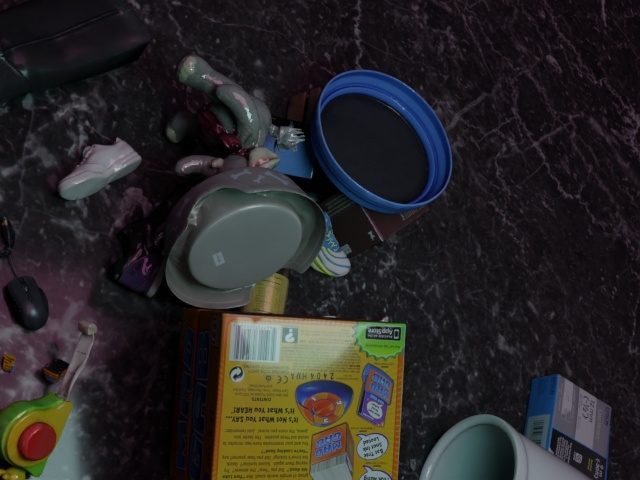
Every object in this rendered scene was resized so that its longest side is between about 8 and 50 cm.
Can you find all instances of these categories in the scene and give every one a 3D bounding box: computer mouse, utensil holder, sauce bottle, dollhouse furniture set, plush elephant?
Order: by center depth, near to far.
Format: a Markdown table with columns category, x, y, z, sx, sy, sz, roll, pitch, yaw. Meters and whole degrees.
| category | x | y | z | sx | sy | sz | roll | pitch | yaw |
| --- | --- | --- | --- | --- | --- | --- | --- | --- | --- |
| computer mouse | -0.598 | 0.062 | 1.590 | 0.071 | 0.041 | 0.242 | -19 | 84 | -37 |
| plush elephant | -0.211 | -0.192 | 1.770 | 0.330 | 0.272 | 0.255 | 21 | 56 | -14 |
| sauce bottle | -0.127 | 0.102 | 1.854 | 0.111 | 0.111 | 0.345 | 22 | 63 | -27 |
| utensil holder | 0.482 | 0.649 | 1.951 | 0.385 | 0.327 | 0.328 | 32 | 57 | -24 |
| dollhouse furniture set | 0.013 | -0.307 | 2.108 | 0.151 | 0.144 | 0.123 | 26 | 63 | -41 |

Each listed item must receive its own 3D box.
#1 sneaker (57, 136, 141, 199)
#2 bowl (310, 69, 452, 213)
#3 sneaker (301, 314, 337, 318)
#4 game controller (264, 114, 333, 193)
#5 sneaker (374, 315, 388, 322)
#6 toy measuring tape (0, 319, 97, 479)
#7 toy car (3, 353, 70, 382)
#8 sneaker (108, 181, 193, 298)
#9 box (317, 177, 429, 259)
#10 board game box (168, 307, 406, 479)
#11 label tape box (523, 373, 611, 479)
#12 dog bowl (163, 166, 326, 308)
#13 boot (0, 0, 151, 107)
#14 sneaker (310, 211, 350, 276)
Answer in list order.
| category | x | y | z | sx | sy | sz | roll | pitch | yaw |
| --- | --- | --- | --- | --- | --- | --- | --- | --- | --- |
| sneaker | -0.495 | -0.161 | 1.735 | 0.094 | 0.080 | 0.212 | 49 | 45 | 5 |
| bowl | 0.149 | -0.243 | 2.001 | 0.391 | 0.077 | 0.391 | 14 | 58 | -24 |
| sneaker | -0.030 | 0.212 | 1.918 | 0.175 | 0.064 | 0.068 | 5 | 80 | -31 |
| game controller | -0.093 | -0.219 | 1.999 | 0.319 | 0.067 | 0.167 | 9 | 106 | -31 |
| sneaker | 0.108 | 0.288 | 1.959 | 0.252 | 0.103 | 0.111 | -33 | 91 | -38 |
| toy measuring tape | -0.520 | 0.295 | 1.476 | 0.121 | 0.121 | 0.330 | 25 | 80 | -25 |
| toy car | -0.555 | 0.247 | 1.566 | 0.122 | 0.060 | 0.041 | 19 | 106 | -10 |
| sneaker | -0.366 | -0.025 | 1.748 | 0.124 | 0.107 | 0.283 | 27 | 59 | -17 |
| box | 0.133 | -0.083 | 2.072 | 0.203 | 0.168 | 0.167 | -32 | 92 | -39 |
| board game box | -0.077 | 0.323 | 1.568 | 0.356 | 0.356 | 0.356 | 6 | 84 | -21 |
| label tape box | 0.741 | 0.569 | 2.289 | 0.347 | 0.115 | 0.249 | 30 | 58 | -21 |
| dog bowl | -0.166 | -0.008 | 1.669 | 0.348 | 0.349 | 0.102 | 2 | 43 | -34 |
| boot | -0.629 | -0.493 | 1.705 | 0.445 | 0.146 | 0.367 | -34 | 103 | -34 |
| sneaker | 0.000 | 0.000 | 1.976 | 0.240 | 0.126 | 0.091 | 36 | 56 | -18 |
